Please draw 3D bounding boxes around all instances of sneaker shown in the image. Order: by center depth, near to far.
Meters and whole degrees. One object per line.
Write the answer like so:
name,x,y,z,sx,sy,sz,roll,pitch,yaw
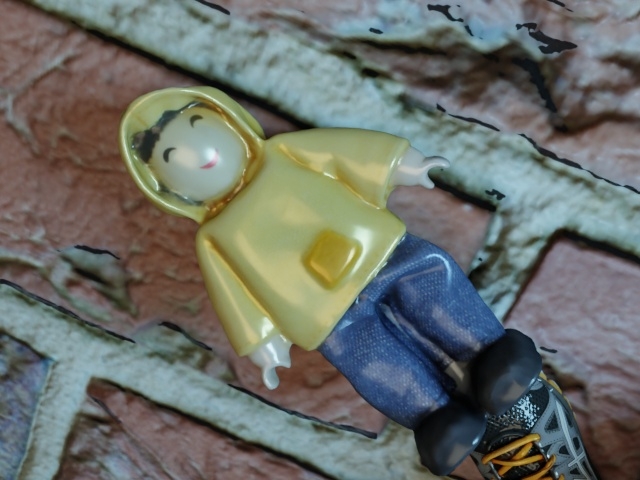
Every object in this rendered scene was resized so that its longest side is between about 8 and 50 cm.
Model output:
sneaker,0.157,0.171,0.453,0.084,0.083,0.214,-35,101,23

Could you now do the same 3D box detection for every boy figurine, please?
boy figurine,0.000,0.000,0.393,0.285,0.092,0.177,44,96,0
